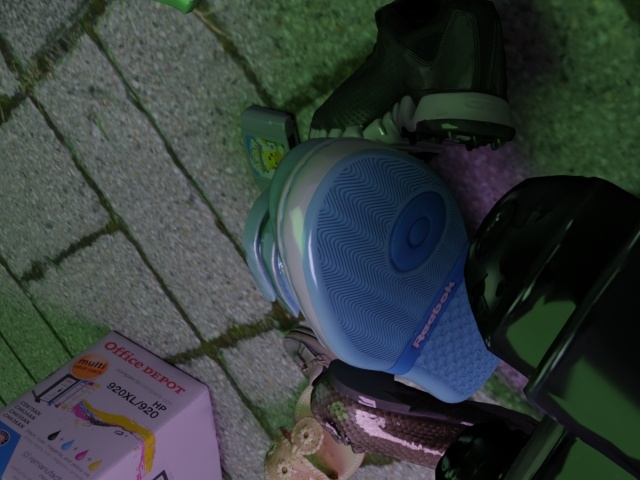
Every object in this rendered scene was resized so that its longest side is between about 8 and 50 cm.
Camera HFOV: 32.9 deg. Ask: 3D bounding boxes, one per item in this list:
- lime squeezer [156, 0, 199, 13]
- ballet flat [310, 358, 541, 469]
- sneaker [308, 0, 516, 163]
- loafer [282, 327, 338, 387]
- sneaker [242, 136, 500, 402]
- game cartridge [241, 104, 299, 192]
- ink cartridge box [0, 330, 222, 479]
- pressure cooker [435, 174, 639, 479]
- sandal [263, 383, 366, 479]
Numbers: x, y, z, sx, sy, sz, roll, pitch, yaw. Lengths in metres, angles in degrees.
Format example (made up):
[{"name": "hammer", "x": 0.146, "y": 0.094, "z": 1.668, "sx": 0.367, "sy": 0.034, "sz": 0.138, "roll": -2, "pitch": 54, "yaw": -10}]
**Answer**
[{"name": "lime squeezer", "x": -0.235, "y": -0.271, "z": 0.900, "sx": 0.310, "sy": 0.059, "sz": 0.110, "roll": 48, "pitch": 145, "yaw": 5}, {"name": "ballet flat", "x": 0.106, "y": 0.156, "z": 0.811, "sx": 0.250, "sy": 0.084, "sz": 0.058, "roll": 21, "pitch": 107, "yaw": -15}, {"name": "sneaker", "x": 0.058, "y": -0.107, "z": 0.716, "sx": 0.234, "sy": 0.078, "sz": 0.106, "roll": -179, "pitch": 94, "yaw": -69}, {"name": "loafer", "x": 0.009, "y": 0.126, "z": 1.002, "sx": 0.125, "sy": 0.039, "sz": 0.045, "roll": 33, "pitch": 142, "yaw": 24}, {"name": "sneaker", "x": 0.000, "y": 0.000, "z": 0.744, "sx": 0.208, "sy": 0.127, "sz": 0.319, "roll": 31, "pitch": 171, "yaw": 32}, {"name": "game cartridge", "x": -0.039, "y": -0.070, "z": 0.901, "sx": 0.056, "sy": 0.017, "sz": 0.083, "roll": 20, "pitch": 135, "yaw": 41}, {"name": "ink cartridge box", "x": -0.256, "y": 0.254, "z": 1.241, "sx": 0.171, "sy": 0.233, "sz": 0.168, "roll": 26, "pitch": 136, "yaw": 31}, {"name": "pressure cooker", "x": 0.245, "y": 0.108, "z": 0.442, "sx": 0.420, "sy": 0.375, "sz": 0.369, "roll": 35, "pitch": 145, "yaw": 20}, {"name": "sandal", "x": -0.021, "y": 0.236, "z": 1.100, "sx": 0.088, "sy": 0.079, "sz": 0.240, "roll": 39, "pitch": 143, "yaw": 16}]
